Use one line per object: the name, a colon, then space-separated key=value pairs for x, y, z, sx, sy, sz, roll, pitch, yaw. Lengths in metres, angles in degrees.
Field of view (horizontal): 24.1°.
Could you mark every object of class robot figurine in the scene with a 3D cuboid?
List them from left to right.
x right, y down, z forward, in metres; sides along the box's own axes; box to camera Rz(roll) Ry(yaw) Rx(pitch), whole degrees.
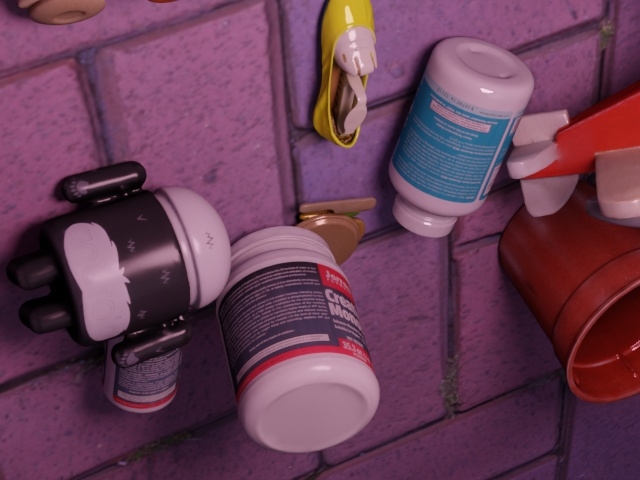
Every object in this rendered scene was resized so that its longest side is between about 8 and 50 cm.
robot figurine: x=-0.251 y=0.032 z=1.900 sx=0.278 sy=0.174 sz=0.209 roll=-18 pitch=140 yaw=-19

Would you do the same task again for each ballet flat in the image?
ballet flat: x=0.039 y=-0.217 z=1.928 sx=0.077 sy=0.077 sz=0.231 roll=-12 pitch=134 yaw=-24

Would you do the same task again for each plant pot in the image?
plant pot: x=0.427 y=0.062 z=2.311 sx=0.272 sy=0.265 sz=0.272 roll=-18 pitch=137 yaw=-18

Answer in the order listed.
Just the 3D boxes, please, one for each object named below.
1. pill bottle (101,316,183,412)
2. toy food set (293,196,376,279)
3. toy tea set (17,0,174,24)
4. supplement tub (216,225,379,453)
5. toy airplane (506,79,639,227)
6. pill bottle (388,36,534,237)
pill bottle: x=-0.241 y=0.139 z=2.052 sx=0.108 sy=0.108 sz=0.180 roll=-11 pitch=134 yaw=-25
toy food set: x=0.000 y=0.000 z=2.146 sx=0.132 sy=0.038 sz=0.192 roll=-4 pitch=137 yaw=-22
toy tea set: x=-0.283 y=-0.319 z=1.594 sx=0.200 sy=0.124 sz=0.336 roll=-18 pitch=171 yaw=33
supplement tub: x=-0.038 y=0.134 z=2.034 sx=0.191 sy=0.272 sz=0.191 roll=-9 pitch=138 yaw=-8
toy airplane: x=0.450 y=-0.121 z=2.060 sx=0.386 sy=0.384 sz=0.272 roll=-39 pitch=101 yaw=-21
pill bottle: x=0.182 y=-0.134 z=2.050 sx=0.146 sy=0.146 sz=0.264 roll=-3 pitch=129 yaw=-32
